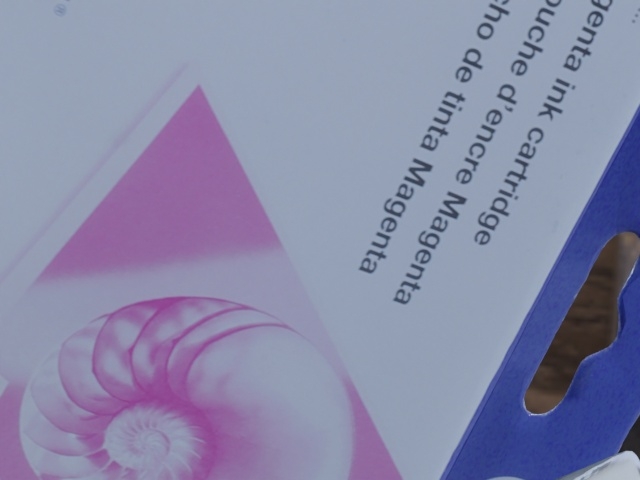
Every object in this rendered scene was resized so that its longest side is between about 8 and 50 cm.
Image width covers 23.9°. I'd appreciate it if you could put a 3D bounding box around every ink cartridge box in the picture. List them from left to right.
[{"bbox_3d":[0.000,0.000,0.536,0.330,0.324,0.071,21,15,-15],"label":"ink cartridge box"}]

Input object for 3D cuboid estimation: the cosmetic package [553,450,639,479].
[{"bbox_3d":[-0.036,0.179,0.412,0.296,0.129,0.153,-27,-8,25],"label":"cosmetic package"}]
